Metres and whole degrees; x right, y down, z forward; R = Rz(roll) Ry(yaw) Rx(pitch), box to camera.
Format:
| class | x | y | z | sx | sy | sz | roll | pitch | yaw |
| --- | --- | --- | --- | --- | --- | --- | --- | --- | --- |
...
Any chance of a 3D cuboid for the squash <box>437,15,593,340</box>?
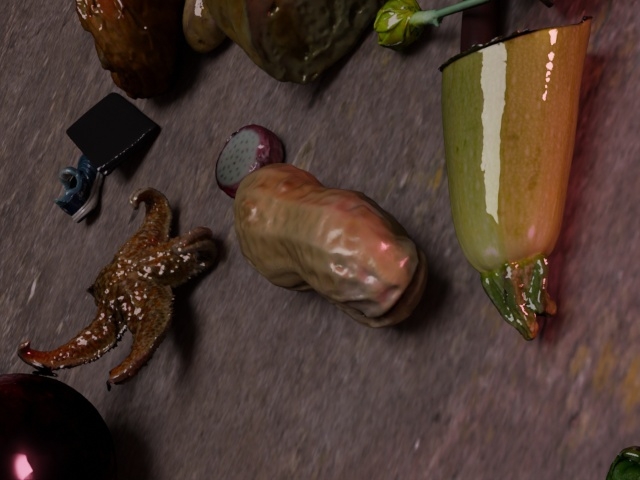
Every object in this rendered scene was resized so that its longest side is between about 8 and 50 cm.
| class | x | y | z | sx | sy | sz | roll | pitch | yaw |
| --- | --- | --- | --- | --- | --- | --- | --- | --- | --- |
| squash | 0.152 | -0.060 | 0.679 | 0.137 | 0.137 | 0.288 | -5 | 68 | 46 |

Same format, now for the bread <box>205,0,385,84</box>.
| class | x | y | z | sx | sy | sz | roll | pitch | yaw |
| --- | --- | --- | --- | --- | --- | --- | --- | --- | --- |
| bread | -0.048 | -0.346 | 1.010 | 0.195 | 0.239 | 0.252 | -19 | 47 | -12 |

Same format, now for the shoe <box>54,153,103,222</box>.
| class | x | y | z | sx | sy | sz | roll | pitch | yaw |
| --- | --- | --- | --- | --- | --- | --- | --- | --- | --- |
| shoe | -0.419 | -0.100 | 1.361 | 0.063 | 0.071 | 0.143 | -28 | 43 | 34 |

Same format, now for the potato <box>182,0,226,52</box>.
| class | x | y | z | sx | sy | sz | roll | pitch | yaw |
| --- | --- | --- | --- | --- | --- | --- | --- | --- | --- |
| potato | -0.173 | -0.381 | 1.241 | 0.107 | 0.079 | 0.171 | 130 | 151 | -65 |

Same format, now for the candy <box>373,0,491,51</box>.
| class | x | y | z | sx | sy | sz | roll | pitch | yaw |
| --- | --- | --- | --- | --- | --- | --- | --- | --- | --- |
| candy | 0.120 | -0.243 | 0.842 | 0.194 | 0.058 | 0.062 | 12 | 94 | 63 |

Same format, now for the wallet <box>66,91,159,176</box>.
| class | x | y | z | sx | sy | sz | roll | pitch | yaw |
| --- | --- | --- | --- | --- | --- | --- | --- | --- | --- |
| wallet | -0.368 | -0.194 | 1.369 | 0.124 | 0.025 | 0.244 | -42 | 37 | -8 |

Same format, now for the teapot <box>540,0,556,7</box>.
| class | x | y | z | sx | sy | sz | roll | pitch | yaw |
| --- | --- | --- | --- | --- | --- | --- | --- | --- | --- |
| teapot | 0.236 | -0.398 | 0.713 | 0.337 | 0.200 | 0.271 | -44 | 54 | 24 |

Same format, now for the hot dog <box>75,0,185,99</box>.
| class | x | y | z | sx | sy | sz | roll | pitch | yaw |
| --- | --- | --- | --- | --- | --- | --- | --- | --- | --- |
| hot dog | -0.297 | -0.426 | 1.301 | 0.267 | 0.174 | 0.388 | 98 | 179 | -68 |

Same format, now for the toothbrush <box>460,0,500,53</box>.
| class | x | y | z | sx | sy | sz | roll | pitch | yaw |
| --- | --- | --- | --- | --- | --- | --- | --- | --- | --- |
| toothbrush | 0.166 | -0.211 | 0.814 | 0.040 | 0.040 | 0.364 | -15 | 59 | 42 |

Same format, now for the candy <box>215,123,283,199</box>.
| class | x | y | z | sx | sy | sz | roll | pitch | yaw |
| --- | --- | --- | --- | --- | --- | --- | --- | --- | --- |
| candy | -0.095 | -0.102 | 1.031 | 0.103 | 0.043 | 0.103 | -25 | 52 | 37 |

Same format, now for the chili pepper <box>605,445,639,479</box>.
| class | x | y | z | sx | sy | sz | roll | pitch | yaw |
| --- | --- | --- | --- | --- | --- | --- | --- | --- | --- |
| chili pepper | 0.183 | 0.212 | 0.536 | 0.279 | 0.065 | 0.122 | -52 | 44 | 19 |

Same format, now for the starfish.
| class | x | y | z | sx | sy | sz | roll | pitch | yaw |
| --- | --- | --- | --- | --- | --- | --- | --- | --- | --- |
| starfish | -0.271 | 0.069 | 1.062 | 0.303 | 0.113 | 0.312 | -53 | 30 | -15 |

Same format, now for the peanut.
| class | x | y | z | sx | sy | sz | roll | pitch | yaw |
| --- | --- | --- | --- | --- | --- | --- | --- | --- | --- |
| peanut | 0.000 | 0.000 | 0.807 | 0.290 | 0.130 | 0.130 | 24 | 88 | 52 |

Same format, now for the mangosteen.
| class | x | y | z | sx | sy | sz | roll | pitch | yaw |
| --- | --- | --- | --- | --- | --- | --- | --- | --- | --- |
| mangosteen | -0.395 | 0.291 | 0.920 | 0.297 | 0.313 | 0.297 | -50 | 20 | 27 |
